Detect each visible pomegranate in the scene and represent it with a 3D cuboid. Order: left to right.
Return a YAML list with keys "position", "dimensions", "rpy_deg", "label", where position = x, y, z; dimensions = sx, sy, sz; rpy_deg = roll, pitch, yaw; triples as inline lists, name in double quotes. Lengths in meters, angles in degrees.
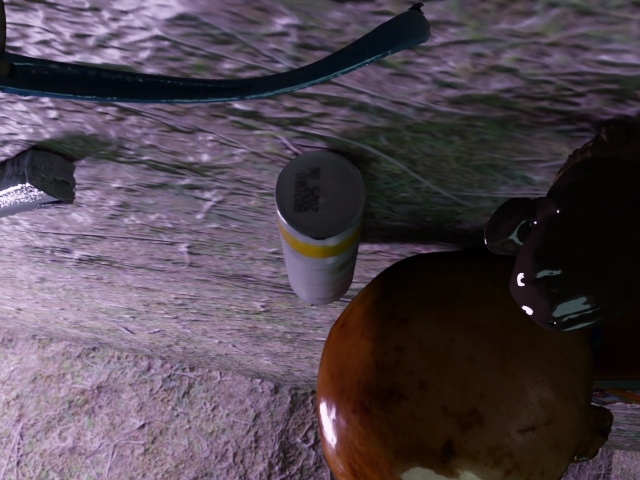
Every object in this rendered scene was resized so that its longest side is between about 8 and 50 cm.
- position: [0.111, 0.121, 0.787]
  dimensions: [0.248, 0.248, 0.248]
  rpy_deg: [9, 167, 2]
  label: "pomegranate"

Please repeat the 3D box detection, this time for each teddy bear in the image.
- position: [0.142, -0.017, 0.484]
  dimensions: [0.119, 0.077, 0.160]
  rpy_deg: [-1, -158, 34]
  label: "teddy bear"

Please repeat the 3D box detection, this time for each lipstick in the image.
- position: [0.000, 0.000, 0.725]
  dimensions: [0.059, 0.059, 0.264]
  rpy_deg: [10, 168, 2]
  label: "lipstick"

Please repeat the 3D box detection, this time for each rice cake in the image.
- position: [-0.251, -0.039, 0.800]
  dimensions: [0.043, 0.034, 0.211]
  rpy_deg: [22, 163, -32]
  label: "rice cake"

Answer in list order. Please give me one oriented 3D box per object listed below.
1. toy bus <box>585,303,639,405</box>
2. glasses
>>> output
- position: [0.256, 0.096, 0.876]
  dimensions: [0.092, 0.093, 0.409]
  rpy_deg: [22, 164, -18]
  label: "toy bus"
- position: [-0.069, -0.108, 0.354]
  dimensions: [0.221, 0.088, 0.189]
  rpy_deg: [-10, 166, -1]
  label: "glasses"
